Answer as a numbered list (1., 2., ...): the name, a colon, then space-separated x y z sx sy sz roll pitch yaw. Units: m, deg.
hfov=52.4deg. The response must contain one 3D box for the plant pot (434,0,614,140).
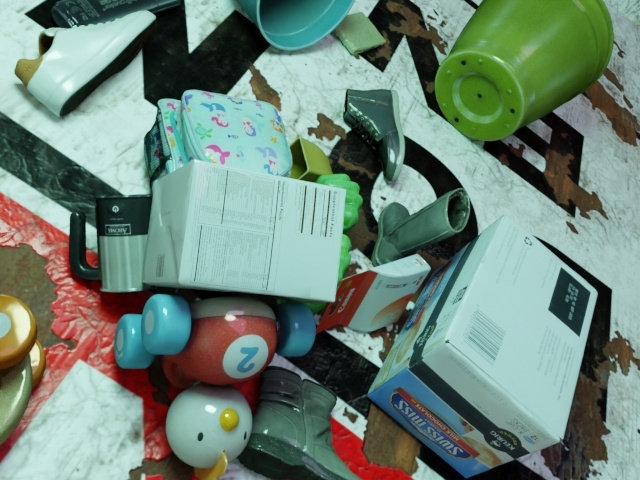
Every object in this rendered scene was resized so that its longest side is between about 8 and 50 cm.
1. plant pot: 0.471 -0.431 1.604 0.366 0.366 0.353 45 57 2

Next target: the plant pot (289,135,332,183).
1. plant pot: -0.025 -0.133 1.227 0.083 0.081 0.081 13 52 -41

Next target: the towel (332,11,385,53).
1. towel: 0.091 -0.509 1.597 0.110 0.027 0.148 51 45 6

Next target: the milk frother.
1. milk frother: -0.282 -0.001 0.956 0.143 0.129 0.135 -12 103 -68

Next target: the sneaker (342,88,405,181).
1. sneaker: 0.109 -0.225 1.392 0.118 0.083 0.222 2 64 -11

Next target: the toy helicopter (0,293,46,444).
1. toy helicopter: -0.503 0.137 0.713 0.355 0.140 0.235 24 57 -3

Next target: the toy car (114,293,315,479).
1. toy car: -0.135 0.205 0.846 0.219 0.210 0.238 7 68 -34

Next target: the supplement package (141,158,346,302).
1. supplement package: -0.105 -0.003 0.856 0.203 0.194 0.149 9 83 -26

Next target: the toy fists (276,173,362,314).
1. toy fists: 0.000 0.000 1.103 0.096 0.142 0.279 28 48 -14

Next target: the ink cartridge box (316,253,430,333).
1. ink cartridge box: 0.087 0.101 1.085 0.179 0.145 0.045 -18 55 -41

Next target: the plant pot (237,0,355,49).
1. plant pot: -0.090 -0.595 1.396 0.271 0.272 0.255 -16 54 -40

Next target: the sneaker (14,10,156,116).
1. sneaker: -0.393 -0.336 1.101 0.123 0.106 0.290 39 48 -8

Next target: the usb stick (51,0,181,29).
1. usb stick: -0.377 -0.447 1.233 0.077 0.045 0.278 51 46 -2

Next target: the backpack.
1. backpack: -0.156 -0.107 1.054 0.225 0.191 0.254 3 63 -33

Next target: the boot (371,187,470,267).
1. boot: 0.188 -0.043 1.210 0.076 0.208 0.190 27 48 -16

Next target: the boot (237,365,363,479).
1. boot: 0.005 0.289 0.953 0.246 0.083 0.161 33 41 -12

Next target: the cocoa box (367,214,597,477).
1. cocoa box: 0.282 0.174 1.107 0.231 0.228 0.347 40 46 -2
